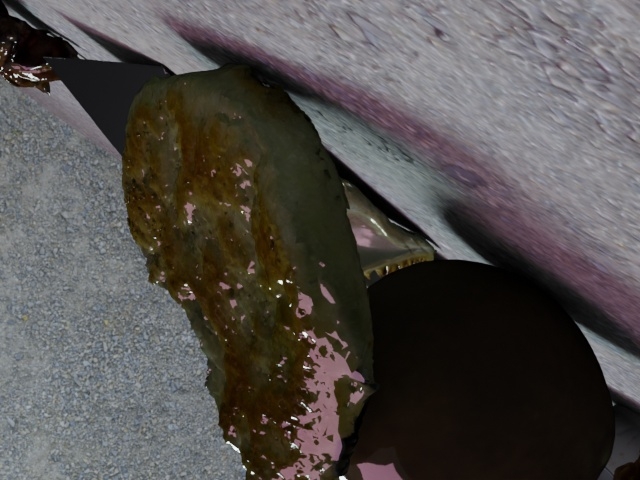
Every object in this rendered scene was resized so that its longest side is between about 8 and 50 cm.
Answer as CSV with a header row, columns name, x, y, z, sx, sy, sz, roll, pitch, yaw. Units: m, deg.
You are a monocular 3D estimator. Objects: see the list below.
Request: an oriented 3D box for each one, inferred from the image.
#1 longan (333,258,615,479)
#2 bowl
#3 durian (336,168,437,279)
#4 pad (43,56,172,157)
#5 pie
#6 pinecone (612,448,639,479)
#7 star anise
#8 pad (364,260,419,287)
name,x,y,z,sx,sy,sz,roll,pitch,yaw
longan,0.119,0.139,1.213,0.258,0.258,0.258,34,176,3
bowl,0.333,0.240,1.618,0.189,0.086,0.189,43,169,11
durian,-0.006,-0.036,1.350,0.139,0.144,0.252,-17,133,34
pad,-0.192,-0.134,1.559,0.243,0.004,0.164,11,145,49
pie,-0.059,0.017,1.141,0.371,0.078,0.296,66,151,19
pinecone,0.337,0.236,1.287,0.173,0.174,0.173,34,176,3
star anise,-0.410,-0.258,1.832,0.271,0.103,0.272,9,170,2
pad,0.129,0.132,1.583,0.315,0.063,0.375,27,160,53
